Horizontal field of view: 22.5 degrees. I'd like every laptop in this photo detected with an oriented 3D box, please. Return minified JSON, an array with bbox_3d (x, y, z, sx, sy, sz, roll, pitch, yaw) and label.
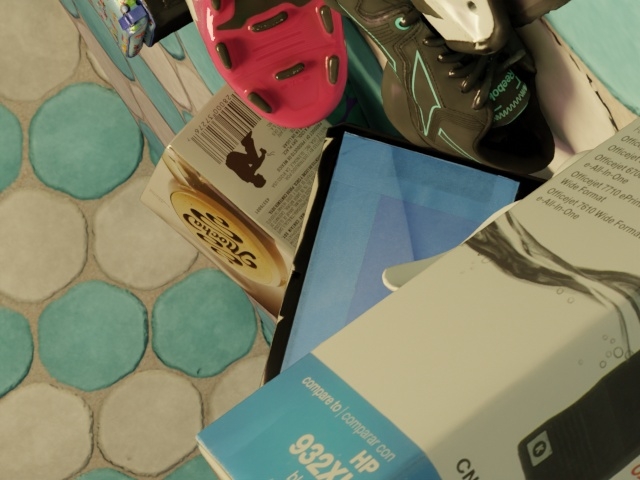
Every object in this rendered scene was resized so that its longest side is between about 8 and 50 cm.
[{"bbox_3d":[0.094,0.078,1.055,0.264,0.137,0.234,43,124,53],"label":"laptop"}]

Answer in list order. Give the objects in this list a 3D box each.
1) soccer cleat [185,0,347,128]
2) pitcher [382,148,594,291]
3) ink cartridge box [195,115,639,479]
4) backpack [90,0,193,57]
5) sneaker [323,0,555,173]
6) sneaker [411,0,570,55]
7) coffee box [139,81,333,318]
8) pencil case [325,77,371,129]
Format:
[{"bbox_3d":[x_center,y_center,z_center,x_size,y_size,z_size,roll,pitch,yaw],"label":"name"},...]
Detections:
[{"bbox_3d":[-0.076,-0.249,1.294,0.331,0.116,0.143,59,-172,-17],"label":"soccer cleat"},{"bbox_3d":[0.153,0.066,0.928,0.207,0.178,0.125,61,156,-13],"label":"pitcher"},{"bbox_3d":[0.134,0.106,0.770,0.223,0.307,0.129,60,168,-26],"label":"ink cartridge box"},{"bbox_3d":[-0.196,-0.296,1.663,0.173,0.117,0.158,59,170,-3],"label":"backpack"},{"bbox_3d":[0.078,-0.130,0.955,0.106,0.101,0.267,37,171,33],"label":"sneaker"},{"bbox_3d":[0.046,-0.225,0.635,0.257,0.169,0.447,46,178,5],"label":"sneaker"},{"bbox_3d":[0.000,0.000,1.400,0.297,0.119,0.168,41,160,-2],"label":"coffee box"},{"bbox_3d":[0.014,-0.093,1.449,0.070,0.064,0.151,43,165,42],"label":"pencil case"}]
